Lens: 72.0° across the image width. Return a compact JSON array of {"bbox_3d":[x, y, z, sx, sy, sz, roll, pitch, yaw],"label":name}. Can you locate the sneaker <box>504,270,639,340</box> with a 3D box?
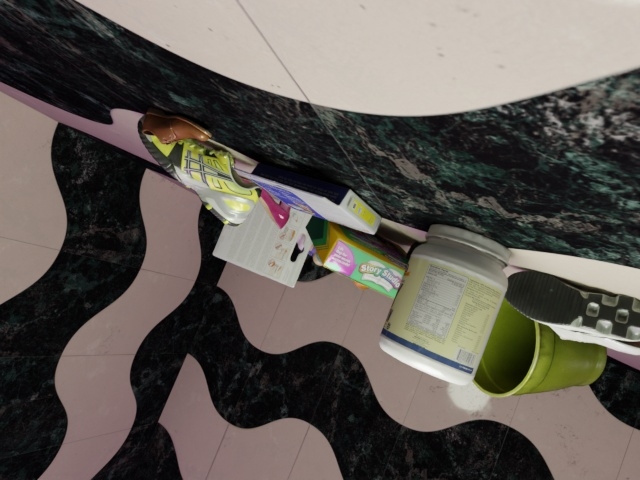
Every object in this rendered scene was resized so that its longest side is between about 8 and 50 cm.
[{"bbox_3d":[0.618,0.173,1.075,0.330,0.123,0.146,20,173,39],"label":"sneaker"}]

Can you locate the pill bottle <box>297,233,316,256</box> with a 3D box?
[{"bbox_3d":[0.000,0.000,1.836,0.264,0.153,0.153,29,175,-1],"label":"pill bottle"}]

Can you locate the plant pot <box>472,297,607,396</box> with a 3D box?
[{"bbox_3d":[0.735,0.351,1.485,0.352,0.367,0.366,11,179,-16],"label":"plant pot"}]

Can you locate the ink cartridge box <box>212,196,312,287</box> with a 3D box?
[{"bbox_3d":[-0.210,-0.014,1.785,0.384,0.309,0.091,20,175,17],"label":"ink cartridge box"}]

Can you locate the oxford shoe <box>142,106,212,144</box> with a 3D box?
[{"bbox_3d":[-0.348,-0.261,1.065,0.212,0.076,0.076,18,172,29],"label":"oxford shoe"}]

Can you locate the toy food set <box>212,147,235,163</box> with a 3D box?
[{"bbox_3d":[-0.289,-0.244,1.304,0.077,0.019,0.122,24,175,-19],"label":"toy food set"}]

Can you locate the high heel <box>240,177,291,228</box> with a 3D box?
[{"bbox_3d":[-0.223,-0.138,1.605,0.243,0.117,0.082,24,176,-17],"label":"high heel"}]

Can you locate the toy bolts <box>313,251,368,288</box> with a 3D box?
[{"bbox_3d":[0.086,0.081,1.647,0.228,0.219,0.158,7,162,-27],"label":"toy bolts"}]

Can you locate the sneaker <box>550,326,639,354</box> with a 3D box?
[{"bbox_3d":[0.714,0.229,1.168,0.290,0.105,0.123,31,149,50],"label":"sneaker"}]

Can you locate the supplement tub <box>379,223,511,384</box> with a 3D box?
[{"bbox_3d":[0.300,0.148,1.054,0.235,0.325,0.235,22,175,2],"label":"supplement tub"}]

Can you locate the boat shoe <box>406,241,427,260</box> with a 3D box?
[{"bbox_3d":[0.324,0.044,1.384,0.060,0.064,0.178,25,173,-9],"label":"boat shoe"}]

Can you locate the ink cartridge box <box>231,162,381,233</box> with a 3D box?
[{"bbox_3d":[-0.028,-0.124,1.168,0.303,0.072,0.307,21,173,31],"label":"ink cartridge box"}]

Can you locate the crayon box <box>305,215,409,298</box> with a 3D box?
[{"bbox_3d":[0.149,0.049,1.421,0.362,0.106,0.313,26,-164,-20],"label":"crayon box"}]

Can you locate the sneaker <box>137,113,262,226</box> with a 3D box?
[{"bbox_3d":[-0.327,-0.215,1.226,0.384,0.147,0.145,43,-169,-21],"label":"sneaker"}]
